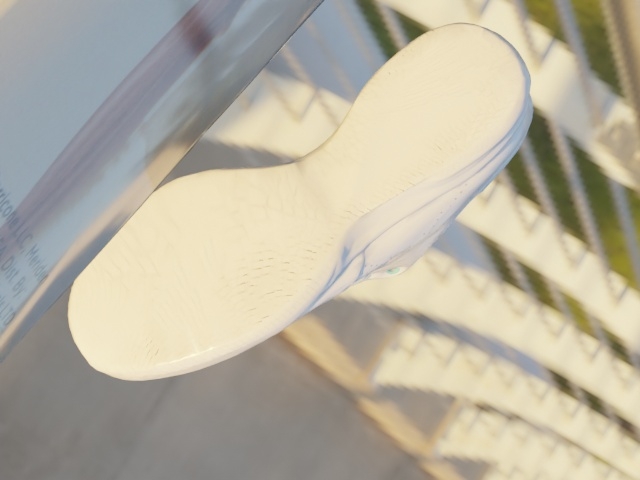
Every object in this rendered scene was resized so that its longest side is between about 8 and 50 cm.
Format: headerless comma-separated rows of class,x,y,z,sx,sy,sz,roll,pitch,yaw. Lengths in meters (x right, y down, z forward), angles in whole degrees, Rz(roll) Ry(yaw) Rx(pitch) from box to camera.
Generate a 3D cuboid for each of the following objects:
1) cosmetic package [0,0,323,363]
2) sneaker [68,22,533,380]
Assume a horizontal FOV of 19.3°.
cosmetic package,-0.062,-0.113,0.407,0.296,0.153,0.129,-48,164,-13
sneaker,0.000,0.000,0.777,0.212,0.080,0.094,-31,156,-1
